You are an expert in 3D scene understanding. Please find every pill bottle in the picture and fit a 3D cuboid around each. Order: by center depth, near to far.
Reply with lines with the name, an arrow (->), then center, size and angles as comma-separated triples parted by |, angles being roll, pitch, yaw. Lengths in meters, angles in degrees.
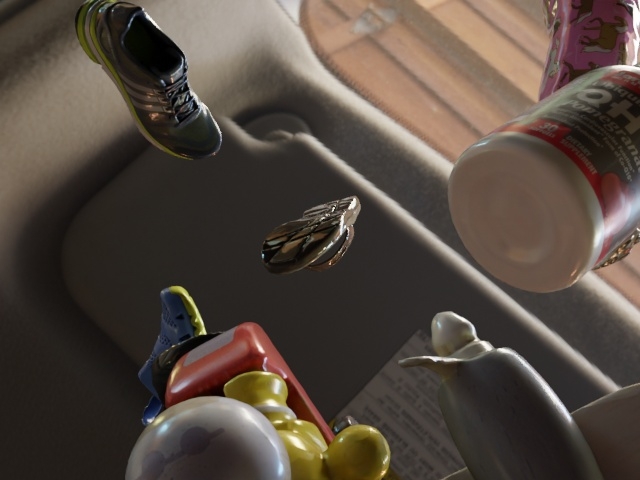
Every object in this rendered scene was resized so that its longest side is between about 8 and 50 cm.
pill bottle -> 0.304, -0.090, 0.878 | 0.318, 0.176, 0.176 | -32, -110, -33

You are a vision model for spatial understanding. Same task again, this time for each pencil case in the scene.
pencil case -> 0.396, -0.237, 1.178 | 0.167, 0.160, 0.386 | 48, -134, -42

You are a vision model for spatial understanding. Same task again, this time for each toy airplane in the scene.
toy airplane -> -0.021, 0.206, 0.448 | 0.384, 0.272, 0.386 | 5, -131, 35

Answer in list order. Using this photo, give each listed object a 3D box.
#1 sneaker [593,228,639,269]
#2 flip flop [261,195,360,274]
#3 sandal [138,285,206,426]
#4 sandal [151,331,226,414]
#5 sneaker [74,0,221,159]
sneaker -> 0.551, 0.001, 1.491 | 0.068, 0.170, 0.071 | -18, -114, -15
flip flop -> 0.000, 0.000, 1.178 | 0.112, 0.080, 0.277 | -9, -167, 18
sandal -> -0.270, 0.239, 1.451 | 0.138, 0.317, 0.126 | -8, -164, -15
sandal -> -0.159, 0.259, 1.161 | 0.168, 0.445, 0.107 | -9, -120, -17
sneaker -> -0.241, -0.232, 1.186 | 0.121, 0.300, 0.111 | 15, -118, 47
